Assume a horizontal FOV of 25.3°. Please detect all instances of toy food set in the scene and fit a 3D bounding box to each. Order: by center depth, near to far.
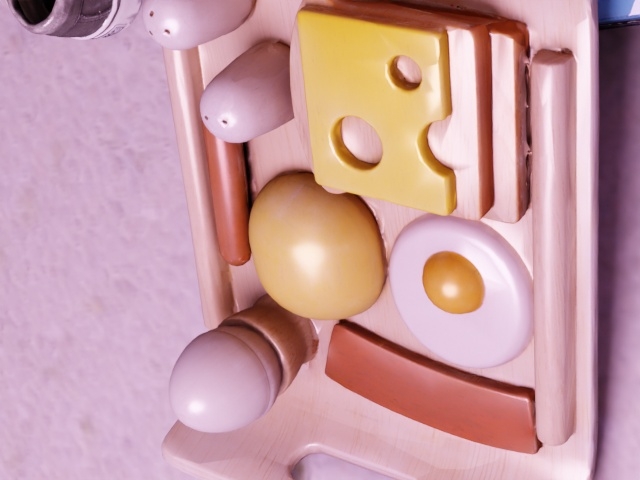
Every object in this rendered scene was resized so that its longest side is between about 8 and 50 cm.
[{"bbox_3d":[0.000,0.000,0.611,0.220,0.092,0.306,16,127,32],"label":"toy food set"}]

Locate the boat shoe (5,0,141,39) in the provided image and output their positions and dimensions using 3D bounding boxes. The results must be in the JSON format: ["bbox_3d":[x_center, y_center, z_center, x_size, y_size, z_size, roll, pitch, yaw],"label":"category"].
[{"bbox_3d":[-0.146,-0.212,0.730,0.078,0.070,0.219,-14,90,30],"label":"boat shoe"}]

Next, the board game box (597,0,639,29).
[{"bbox_3d":[0.127,-0.256,0.566,0.254,0.079,0.336,-4,95,30],"label":"board game box"}]
